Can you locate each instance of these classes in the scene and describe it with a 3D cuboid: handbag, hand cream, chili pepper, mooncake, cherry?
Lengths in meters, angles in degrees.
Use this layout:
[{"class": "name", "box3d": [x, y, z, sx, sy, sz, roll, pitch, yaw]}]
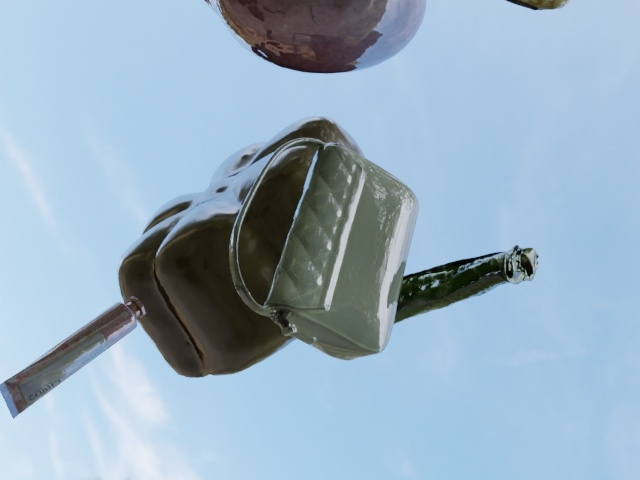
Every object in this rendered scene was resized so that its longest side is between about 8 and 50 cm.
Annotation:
[{"class": "handbag", "box3d": [0.000, 0.000, 0.957, 0.219, 0.256, 0.079, 30, -31, -23]}, {"class": "hand cream", "box3d": [-0.313, 0.142, 1.045, 0.043, 0.209, 0.067, 31, -38, 28]}, {"class": "chili pepper", "box3d": [0.132, 0.080, 1.087, 0.359, 0.084, 0.076, -29, -94, 47]}, {"class": "mooncake", "box3d": [-0.110, 0.008, 1.361, 0.467, 0.467, 0.262, -14, -66, 50]}, {"class": "cherry", "box3d": [-0.004, -0.279, 0.898, 0.206, 0.239, 0.239, 58, -37, 20]}]

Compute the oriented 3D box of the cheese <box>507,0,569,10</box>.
[{"class": "cheese", "box3d": [0.194, -0.260, 0.657, 0.086, 0.163, 0.036, 27, -16, 22]}]
